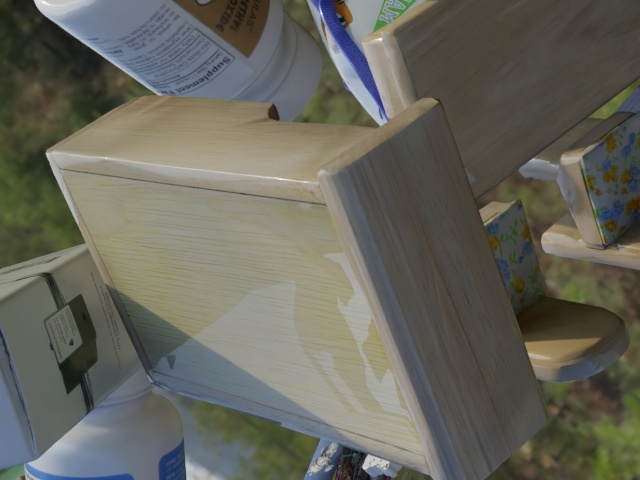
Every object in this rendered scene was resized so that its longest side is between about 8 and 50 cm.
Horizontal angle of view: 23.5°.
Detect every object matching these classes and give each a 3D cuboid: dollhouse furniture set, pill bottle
[{"bbox_3d":[0.093,-0.070,0.853,0.256,0.394,0.362,10,129,50],"label":"dollhouse furniture set"},{"bbox_3d":[-0.104,-0.177,1.212,0.131,0.131,0.229,31,178,45],"label":"pill bottle"},{"bbox_3d":[-0.164,0.187,1.189,0.124,0.221,0.124,-2,-166,0],"label":"pill bottle"}]

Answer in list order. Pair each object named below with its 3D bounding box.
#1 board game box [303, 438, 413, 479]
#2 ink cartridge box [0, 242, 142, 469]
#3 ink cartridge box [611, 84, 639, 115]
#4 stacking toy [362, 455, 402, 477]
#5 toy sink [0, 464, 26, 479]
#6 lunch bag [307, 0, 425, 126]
[{"bbox_3d":[0.041,0.320,1.948,0.042,0.243,0.165,-1,139,34],"label":"board game box"},{"bbox_3d":[-0.203,0.073,0.869,0.208,0.153,0.086,-43,-63,-77],"label":"ink cartridge box"},{"bbox_3d":[0.374,-0.098,1.374,0.198,0.115,0.067,17,140,39],"label":"ink cartridge box"},{"bbox_3d":[0.086,0.351,1.691,0.167,0.221,0.052,45,147,-24],"label":"stacking toy"},{"bbox_3d":[-0.357,0.313,1.871,0.234,0.153,0.131,52,-172,13],"label":"toy sink"},{"bbox_3d":[0.161,-0.238,1.456,0.239,0.328,0.385,56,-176,-30],"label":"lunch bag"}]
